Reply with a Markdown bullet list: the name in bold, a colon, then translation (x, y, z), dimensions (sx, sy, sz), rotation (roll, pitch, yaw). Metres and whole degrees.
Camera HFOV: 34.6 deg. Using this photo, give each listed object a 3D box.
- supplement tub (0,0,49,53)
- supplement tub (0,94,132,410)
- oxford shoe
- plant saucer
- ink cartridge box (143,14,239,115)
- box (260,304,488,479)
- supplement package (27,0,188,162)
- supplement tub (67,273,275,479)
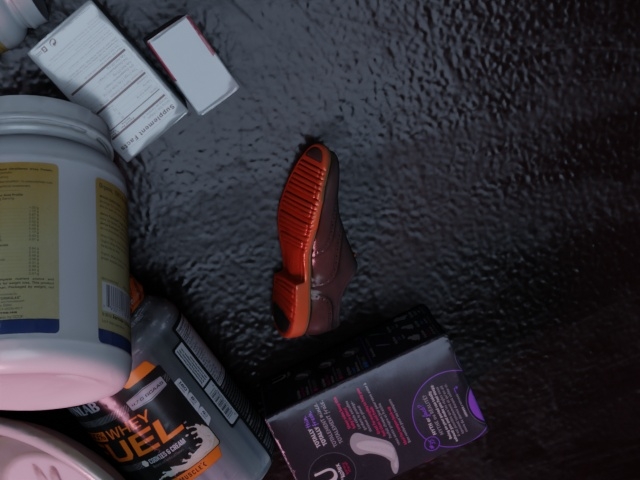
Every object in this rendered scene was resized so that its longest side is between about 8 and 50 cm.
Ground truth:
- **supplement tub**: translation (-0.444, -0.277, 1.233), dimensions (0.199, 0.144, 0.144), rotation (-25, 107, -1)
- **supplement tub**: translation (-0.332, 0.018, 1.170), dimensions (0.228, 0.228, 0.316), rotation (-3, 69, -7)
- **oxford shoe**: translation (0.000, 0.000, 1.409), dimensions (0.098, 0.097, 0.271), rotation (-1, 110, -28)
- **plant saucer**: translation (-0.356, 0.377, 1.393), dimensions (0.400, 0.100, 0.400), rotation (12, 123, 19)
- **ink cartridge box**: translation (-0.164, -0.222, 1.285), dimensions (0.063, 0.150, 0.109), rotation (-37, 107, -1)
- **box**: translation (0.071, 0.232, 1.441), dimensions (0.270, 0.143, 0.165), rotation (-25, 105, 0)
- **supplement package**: translation (-0.264, -0.203, 1.298), dimensions (0.105, 0.105, 0.179), rotation (-40, 107, 1)
- **supplement tub**: translation (-0.219, 0.210, 1.370), dimensions (0.193, 0.193, 0.316), rotation (-35, 106, 2)
